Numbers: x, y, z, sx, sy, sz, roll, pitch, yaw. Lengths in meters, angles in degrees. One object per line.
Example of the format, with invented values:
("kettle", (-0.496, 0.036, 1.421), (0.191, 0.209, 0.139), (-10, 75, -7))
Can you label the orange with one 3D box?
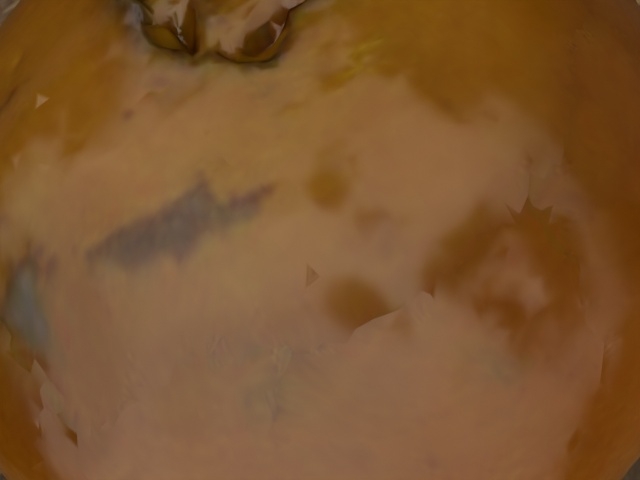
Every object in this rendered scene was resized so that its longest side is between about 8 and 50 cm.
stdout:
("orange", (0.000, 0.000, 0.621), (0.312, 0.312, 0.312), (2, 110, 7))
